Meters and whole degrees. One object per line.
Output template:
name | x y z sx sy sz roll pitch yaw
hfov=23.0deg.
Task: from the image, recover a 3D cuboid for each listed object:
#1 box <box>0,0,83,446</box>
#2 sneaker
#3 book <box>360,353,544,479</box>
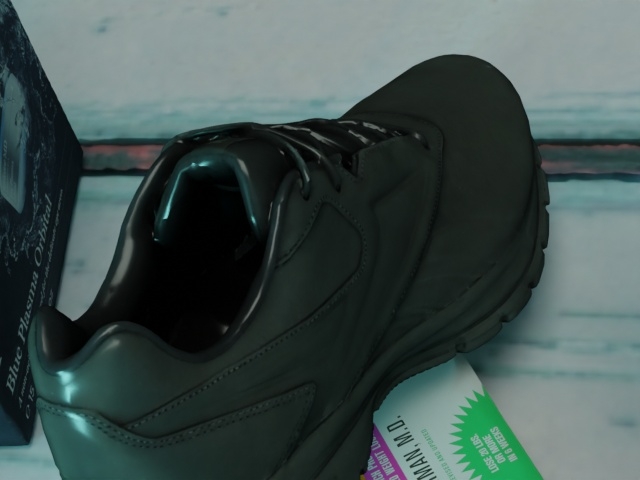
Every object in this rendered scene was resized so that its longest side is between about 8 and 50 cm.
box | -0.169 -0.018 0.631 0.093 0.158 0.156 -2 56 10
sneaker | 0.000 0.000 0.575 0.109 0.130 0.286 4 38 31
book | 0.011 0.111 0.586 0.144 0.035 0.096 -26 57 -10
